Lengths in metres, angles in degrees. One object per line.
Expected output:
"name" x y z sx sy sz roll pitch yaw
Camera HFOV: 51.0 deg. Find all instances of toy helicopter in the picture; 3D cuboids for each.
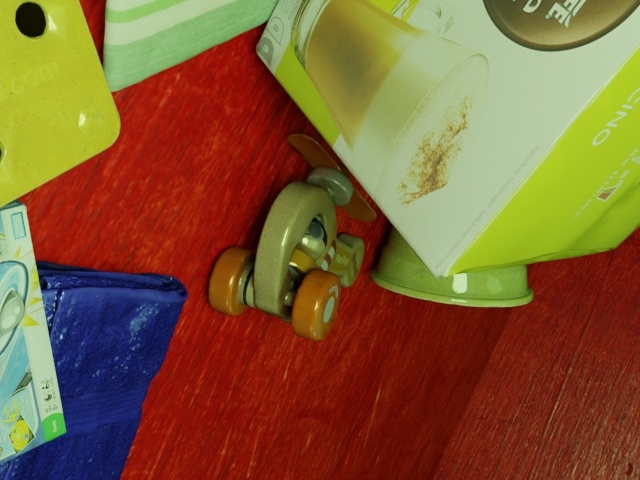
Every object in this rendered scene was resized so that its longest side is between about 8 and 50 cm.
"toy helicopter" 0.000 0.000 0.910 0.355 0.140 0.235 18 86 -72

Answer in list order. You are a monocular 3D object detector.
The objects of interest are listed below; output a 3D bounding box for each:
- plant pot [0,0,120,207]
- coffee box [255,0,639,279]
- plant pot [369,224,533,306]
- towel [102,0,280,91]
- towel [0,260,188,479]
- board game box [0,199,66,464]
"plant pot" -0.227 -0.095 0.324 0.212 0.187 0.212 -41 135 -38
"coffee box" 0.211 -0.204 0.644 0.338 0.334 0.337 -4 139 -43
"plant pot" 0.230 -0.047 1.121 0.276 0.276 0.254 -9 107 -57
"towel" -0.069 -0.289 0.524 0.248 0.038 0.325 -40 165 -38
"towel" -0.244 0.174 0.640 0.227 0.076 0.308 13 100 -60
"board game box" -0.264 0.080 0.472 0.136 0.035 0.201 -22 123 -40
